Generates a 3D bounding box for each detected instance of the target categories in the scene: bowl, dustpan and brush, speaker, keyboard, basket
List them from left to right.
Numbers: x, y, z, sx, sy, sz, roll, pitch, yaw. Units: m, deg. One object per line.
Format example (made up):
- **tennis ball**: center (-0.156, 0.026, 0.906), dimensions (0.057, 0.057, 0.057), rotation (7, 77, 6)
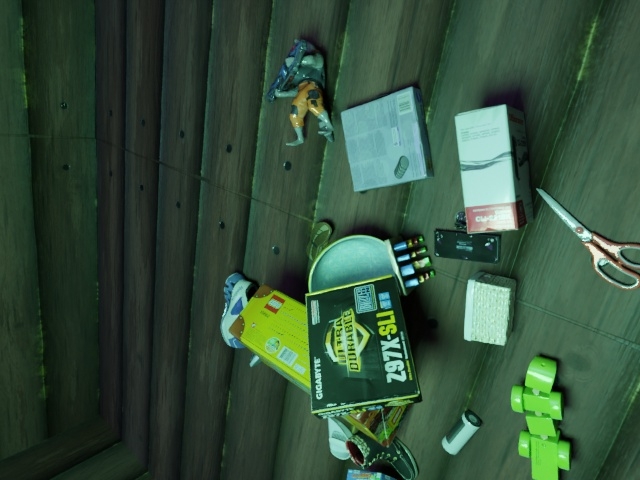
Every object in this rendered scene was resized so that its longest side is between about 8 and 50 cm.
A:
- **dustpan and brush**: center (0.096, 0.744, 1.492), dimensions (0.211, 0.060, 0.147), rotation (2, 100, 38)
- **bowl**: center (0.097, 0.109, 1.283), dimensions (0.156, 0.289, 0.290), rotation (-127, 37, -75)
- **speaker**: center (0.414, 0.567, 1.208), dimensions (0.055, 0.055, 0.136), rotation (38, 121, 27)
- **keyboard**: center (0.400, 0.001, 1.130), dimensions (0.180, 0.023, 0.108), rotation (7, 109, 37)
- **basket**: center (0.445, 0.177, 1.072), dimensions (0.103, 0.113, 0.167), rotation (8, 104, 33)

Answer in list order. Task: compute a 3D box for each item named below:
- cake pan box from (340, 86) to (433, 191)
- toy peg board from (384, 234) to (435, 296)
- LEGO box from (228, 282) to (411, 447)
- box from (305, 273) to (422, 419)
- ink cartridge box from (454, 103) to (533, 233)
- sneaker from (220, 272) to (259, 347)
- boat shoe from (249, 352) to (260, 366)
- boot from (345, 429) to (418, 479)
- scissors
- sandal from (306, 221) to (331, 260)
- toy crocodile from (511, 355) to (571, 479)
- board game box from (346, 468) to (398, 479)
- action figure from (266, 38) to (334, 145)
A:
- **cake pan box**: center (0.191, -0.292, 1.209), dimensions (0.245, 0.070, 0.267), rotation (-9, 93, 37)
- **toy peg board**: center (0.262, 0.059, 1.172), dimensions (0.079, 0.160, 0.161), rotation (-19, 86, 24)
- **LEGO box**: center (0.011, 0.385, 1.282), dimensions (0.500, 0.193, 0.372), rotation (23, 156, 33)
- **box**: center (0.097, 0.263, 1.045), dimensions (0.257, 0.079, 0.322), rotation (-13, 51, 11)
- **ink cartridge box**: center (0.416, -0.167, 0.969), dimensions (0.114, 0.197, 0.273), rotation (-5, 96, 38)
- **sneaker**: center (-0.304, 0.303, 1.683), dimensions (0.182, 0.127, 0.316), rotation (11, 104, 39)
- **boat shoe**: center (-0.257, 0.446, 1.719), dimensions (0.083, 0.065, 0.183), rotation (47, 117, 23)
- **boot**: center (0.194, 0.701, 1.328), dimensions (0.236, 0.178, 0.085), rotation (53, 125, 19)
- **scissors**: center (0.612, -0.004, 0.958), dimensions (0.297, 0.021, 0.109), rotation (39, 122, 25)
- **sandal**: center (0.000, 0.000, 1.436), dimensions (0.072, 0.049, 0.180), rotation (51, 140, 26)
- **toy crocodile**: center (0.568, 0.464, 1.045), dimensions (0.115, 0.105, 0.341), rotation (-5, 100, 39)
- **board game box**: center (0.202, 0.802, 1.351), dimensions (0.136, 0.201, 0.035), rotation (-19, 43, 39)
- **action figure**: center (-0.056, -0.483, 1.350), dimensions (0.341, 0.178, 0.330), rotation (179, 88, -66)
